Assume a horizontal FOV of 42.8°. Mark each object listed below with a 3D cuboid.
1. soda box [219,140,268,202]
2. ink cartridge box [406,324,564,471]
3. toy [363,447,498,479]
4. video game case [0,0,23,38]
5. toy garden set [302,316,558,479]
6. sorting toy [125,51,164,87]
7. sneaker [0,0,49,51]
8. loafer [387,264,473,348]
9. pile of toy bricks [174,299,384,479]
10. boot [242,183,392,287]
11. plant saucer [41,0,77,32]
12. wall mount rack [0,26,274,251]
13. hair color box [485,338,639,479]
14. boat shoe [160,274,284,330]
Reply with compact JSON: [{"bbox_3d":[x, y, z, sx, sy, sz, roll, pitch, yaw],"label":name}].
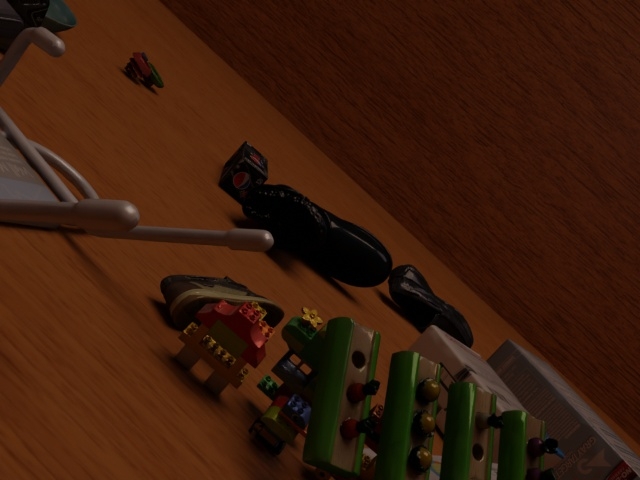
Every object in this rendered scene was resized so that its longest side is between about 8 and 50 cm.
[{"bbox_3d":[-0.123,-0.113,1.335,0.053,0.060,0.169,41,9,-13],"label":"soda box"},{"bbox_3d":[0.211,0.227,1.103,0.148,0.086,0.203,35,11,-38],"label":"ink cartridge box"},{"bbox_3d":[0.135,0.253,0.744,0.237,0.056,0.137,12,13,-36],"label":"toy"},{"bbox_3d":[-0.439,-0.290,0.791,0.196,0.026,0.274,-7,46,-51],"label":"video game case"},{"bbox_3d":[0.094,0.192,0.602,0.244,0.049,0.204,30,56,-30],"label":"toy garden set"},{"bbox_3d":[-0.321,-0.301,1.457,0.061,0.042,0.102,62,4,18],"label":"sorting toy"},{"bbox_3d":[-0.419,-0.341,0.967,0.227,0.130,0.087,37,9,-13],"label":"sneaker"},{"bbox_3d":[0.202,0.140,1.522,0.223,0.076,0.078,46,44,-20],"label":"loafer"},{"bbox_3d":[0.002,0.107,0.661,0.212,0.105,0.118,41,31,0],"label":"pile of toy bricks"},{"bbox_3d":[0.000,0.000,1.219,0.246,0.094,0.207,35,6,-1],"label":"boot"},{"bbox_3d":[-0.496,-0.402,1.177,0.317,0.044,0.317,41,11,-9],"label":"plant saucer"},{"bbox_3d":[-0.210,-0.064,0.588,0.304,0.130,0.350,45,11,16],"label":"wall mount rack"},{"bbox_3d":[0.433,0.348,1.372,0.185,0.114,0.374,31,14,-47],"label":"hair color box"},{"bbox_3d":[-0.088,0.057,0.759,0.049,0.056,0.152,53,14,28],"label":"boat shoe"}]
